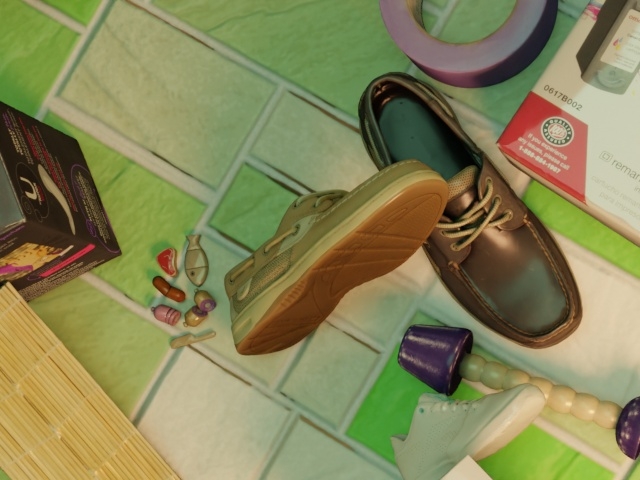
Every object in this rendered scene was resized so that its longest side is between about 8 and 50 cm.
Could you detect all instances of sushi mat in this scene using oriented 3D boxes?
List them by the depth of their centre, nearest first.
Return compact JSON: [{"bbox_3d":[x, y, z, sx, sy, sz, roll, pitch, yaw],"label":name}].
[{"bbox_3d":[-0.301,0.210,1.986,0.151,0.019,0.316,-39,99,5],"label":"sushi mat"}]

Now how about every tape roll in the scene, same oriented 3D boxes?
[{"bbox_3d":[0.164,-0.268,1.961,0.189,0.080,0.189,-2,81,15],"label":"tape roll"}]

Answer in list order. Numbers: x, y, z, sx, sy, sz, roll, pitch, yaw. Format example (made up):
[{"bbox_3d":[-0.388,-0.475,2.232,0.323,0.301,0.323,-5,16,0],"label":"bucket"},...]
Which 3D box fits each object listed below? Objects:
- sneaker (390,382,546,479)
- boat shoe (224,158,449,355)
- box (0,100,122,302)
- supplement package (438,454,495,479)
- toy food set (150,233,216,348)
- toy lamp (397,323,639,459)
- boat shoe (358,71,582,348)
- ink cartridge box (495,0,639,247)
[{"bbox_3d":[0.143,0.191,1.859,0.212,0.080,0.094,-43,69,38],"label":"sneaker"},{"bbox_3d":[0.000,0.000,1.888,0.341,0.121,0.110,-40,59,38],"label":"boat shoe"},{"bbox_3d":[-0.356,-0.041,1.972,0.143,0.270,0.165,-26,75,10],"label":"box"},{"bbox_3d":[0.139,0.345,1.796,0.194,0.203,0.149,-43,73,-4],"label":"supplement package"},{"bbox_3d":[-0.162,0.058,2.034,0.078,0.019,0.122,-17,77,13],"label":"toy food set"},{"bbox_3d":[0.215,0.156,1.885,0.274,0.080,0.080,21,88,17],"label":"toy lamp"},{"bbox_3d":[0.145,-0.032,1.903,0.132,0.130,0.355,-40,73,7],"label":"boat shoe"},{"bbox_3d":[0.362,-0.158,1.863,0.226,0.131,0.306,33,93,18],"label":"ink cartridge box"}]
